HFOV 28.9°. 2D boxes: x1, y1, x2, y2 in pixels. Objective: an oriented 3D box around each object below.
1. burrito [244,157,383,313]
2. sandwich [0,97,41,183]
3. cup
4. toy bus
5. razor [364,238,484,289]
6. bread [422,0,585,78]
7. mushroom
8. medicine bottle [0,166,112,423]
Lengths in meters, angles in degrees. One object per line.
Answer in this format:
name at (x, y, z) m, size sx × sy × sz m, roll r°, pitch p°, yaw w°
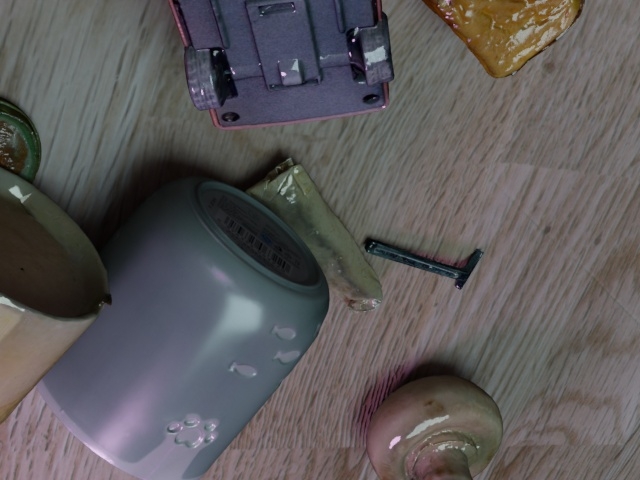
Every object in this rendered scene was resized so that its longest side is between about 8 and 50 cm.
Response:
burrito at (0.000, 0.000, 1.561) m, size 0.082 × 0.059 × 0.275 m, roll -30°, pitch 131°, yaw 12°
sandwich at (-0.336, -0.104, 1.334) m, size 0.067 × 0.029 × 0.135 m, roll -24°, pitch 133°, yaw -11°
cup at (-0.127, 0.089, 1.454) m, size 0.274 × 0.259 × 0.356 m, roll -49°, pitch 163°, yaw 18°
toy bus at (-0.046, -0.297, 1.133) m, size 0.203 × 0.233 × 0.427 m, roll -7°, pitch 148°, yaw 3°
razor at (0.139, 0.027, 1.666) m, size 0.190 × 0.033 × 0.066 m, roll 15°, pitch 115°, yaw -33°
bread at (0.198, -0.288, 1.390) m, size 0.158 × 0.149 × 0.143 m, roll -39°, pitch 128°, yaw 4°
mushroom at (0.170, 0.290, 1.775) m, size 0.206 × 0.209 × 0.206 m, roll -2°, pitch 100°, yaw -14°
medicine bottle at (-0.435, 0.128, 1.313) m, size 0.235 × 0.236 × 0.406 m, roll 29°, pitch 114°, yaw -38°
